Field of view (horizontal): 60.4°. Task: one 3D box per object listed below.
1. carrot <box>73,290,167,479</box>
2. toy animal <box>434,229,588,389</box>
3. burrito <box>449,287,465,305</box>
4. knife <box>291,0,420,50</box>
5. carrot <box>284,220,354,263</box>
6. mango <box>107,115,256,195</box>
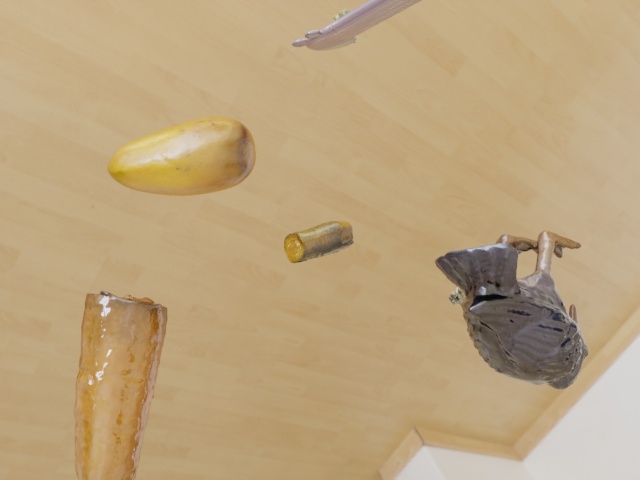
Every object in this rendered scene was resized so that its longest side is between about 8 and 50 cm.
[{"bbox_3d":[-0.170,0.145,0.458,0.072,0.072,0.205,7,78,-27],"label":"carrot"},{"bbox_3d":[0.247,0.080,0.658,0.298,0.122,0.185,19,76,-47],"label":"toy animal"},{"bbox_3d":[0.303,0.121,0.926,0.171,0.042,0.051,30,149,4],"label":"burrito"},{"bbox_3d":[0.102,-0.386,0.901,0.132,0.398,0.038,-16,97,-37],"label":"knife"},{"bbox_3d":[0.000,0.000,1.339,0.173,0.082,0.082,-16,126,-31],"label":"carrot"},{"bbox_3d":[-0.206,-0.123,0.822,0.219,0.145,0.112,-7,109,-3],"label":"mango"}]
